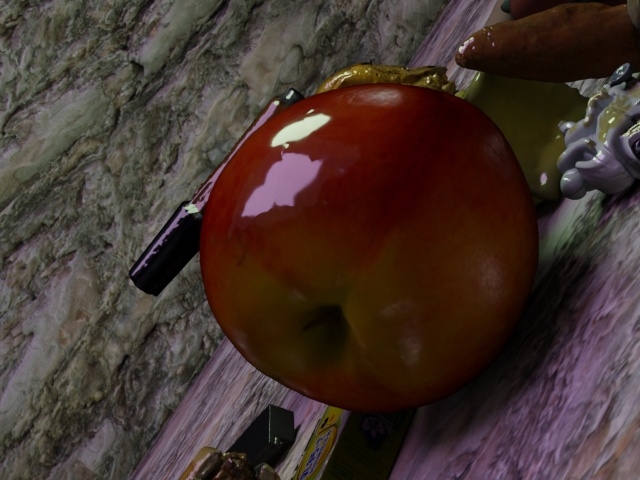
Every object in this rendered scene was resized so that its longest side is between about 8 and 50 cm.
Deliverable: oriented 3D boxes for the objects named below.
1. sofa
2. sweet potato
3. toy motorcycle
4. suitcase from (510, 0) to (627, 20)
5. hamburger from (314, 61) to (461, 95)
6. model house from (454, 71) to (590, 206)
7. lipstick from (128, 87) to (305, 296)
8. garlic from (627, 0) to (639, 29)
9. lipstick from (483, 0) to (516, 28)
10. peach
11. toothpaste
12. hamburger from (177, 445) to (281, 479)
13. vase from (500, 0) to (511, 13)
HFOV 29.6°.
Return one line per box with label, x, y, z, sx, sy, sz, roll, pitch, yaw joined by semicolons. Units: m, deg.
sofa;-0.093;0.340;1.941;0.147;0.060;0.085;-50;25;33
sweet potato;0.288;-0.239;1.471;0.097;0.252;0.097;176;90;-85
toy motorcycle;0.311;-0.107;1.306;0.151;0.074;0.228;-48;18;10
suitcase;0.412;-0.410;1.677;0.297;0.161;0.236;-57;7;-22
hamburger;0.121;-0.209;2.189;0.314;0.290;0.170;121;138;-62
model house;0.224;-0.103;1.578;0.193;0.175;0.234;-60;-1;-31
lipstick;-0.165;-0.080;2.005;0.418;0.077;0.077;-49;8;9
garlic;0.425;-0.338;1.436;0.318;0.112;0.143;-70;-23;-48
lipstick;0.374;-0.443;2.426;0.070;0.070;0.254;-47;11;45
peach;0.060;-0.005;1.322;0.388;0.388;0.388;-53;7;10
toothpaste;0.055;0.211;1.464;0.110;0.077;0.327;-44;13;46
hamburger;-0.170;0.409;1.694;0.282;0.155;0.245;-52;3;46
vase;0.428;-0.553;2.348;0.251;0.156;0.301;-56;1;18
